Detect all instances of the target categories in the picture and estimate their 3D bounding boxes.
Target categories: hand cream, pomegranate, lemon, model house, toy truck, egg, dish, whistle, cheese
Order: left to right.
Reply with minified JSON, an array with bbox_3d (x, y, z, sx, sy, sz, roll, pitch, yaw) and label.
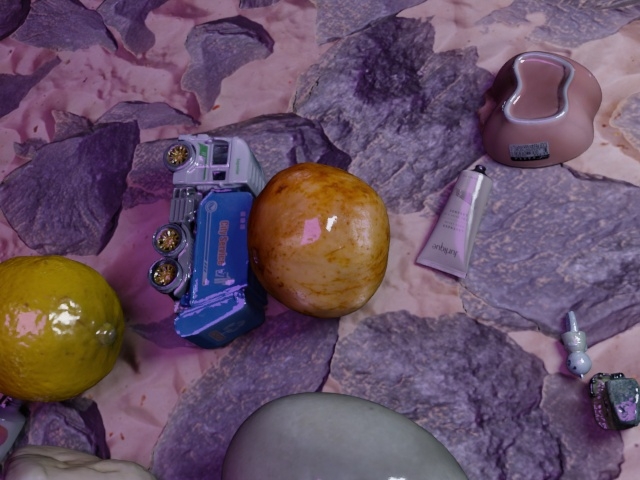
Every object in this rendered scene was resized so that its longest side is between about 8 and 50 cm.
[{"bbox_3d":[-0.626,0.405,1.168,0.124,0.078,0.340,31,86,25],"label":"hand cream"},{"bbox_3d":[-0.476,0.145,1.125,0.320,0.245,0.245,4,71,24],"label":"lemon"},{"bbox_3d":[-0.398,0.419,1.051,0.248,0.252,0.173,-6,78,54],"label":"cheese"},{"bbox_3d":[-0.184,-0.004,1.147,0.175,0.146,0.366,-3,71,10],"label":"toy truck"},{"bbox_3d":[0.000,0.000,1.042,0.249,0.248,0.248,-6,68,15],"label":"pomegranate"},{"bbox_3d":[0.034,0.339,0.879,0.352,0.258,0.258,23,78,23],"label":"egg"},{"bbox_3d":[0.228,-0.036,1.082,0.087,0.054,0.186,19,83,28],"label":"hand cream"},{"bbox_3d":[0.355,-0.228,1.092,0.214,0.090,0.213,-6,68,15],"label":"dish"},{"bbox_3d":[0.371,0.152,0.968,0.035,0.035,0.100,-8,66,15],"label":"whistle"},{"bbox_3d":[0.403,0.215,0.906,0.066,0.083,0.078,-6,69,17],"label":"model house"}]
